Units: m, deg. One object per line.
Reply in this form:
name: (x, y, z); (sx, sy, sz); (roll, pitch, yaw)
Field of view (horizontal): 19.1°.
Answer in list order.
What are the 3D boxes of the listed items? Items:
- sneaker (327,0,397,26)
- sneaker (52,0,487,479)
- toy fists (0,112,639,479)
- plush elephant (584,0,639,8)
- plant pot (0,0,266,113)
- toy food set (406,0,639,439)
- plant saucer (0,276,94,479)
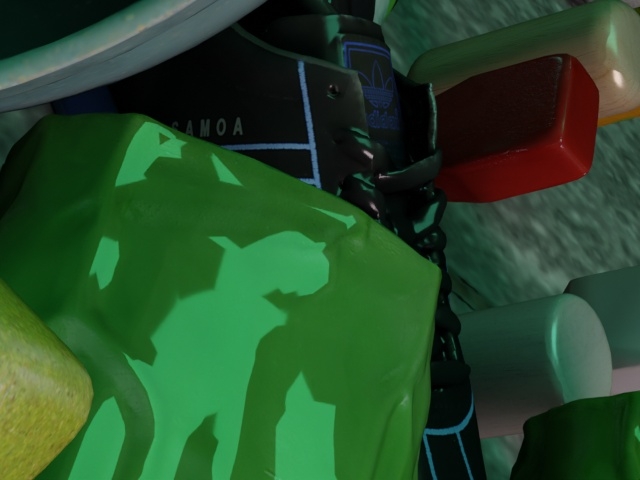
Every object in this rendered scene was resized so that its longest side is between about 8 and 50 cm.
sneaker: (-0.057, -0.137, 0.617); (0.234, 0.084, 0.097); (41, 33, -16)
sneaker: (0.000, 0.000, 0.532); (0.081, 0.090, 0.232); (-1, 56, -53)
toy fists: (0.020, 0.093, 0.427); (0.279, 0.096, 0.142); (28, 52, -22)
plush elephant: (0.124, -0.309, 0.873); (0.272, 0.255, 0.330); (24, 39, -38)
plant pot: (-0.086, -0.161, 0.451); (0.293, 0.293, 0.196); (55, 4, 7)
toy food set: (0.062, 0.004, 0.644); (0.111, 0.104, 0.232); (42, 47, -41)
plant saucer: (-0.150, 0.015, 0.277); (0.188, 0.045, 0.188); (47, 62, -6)
